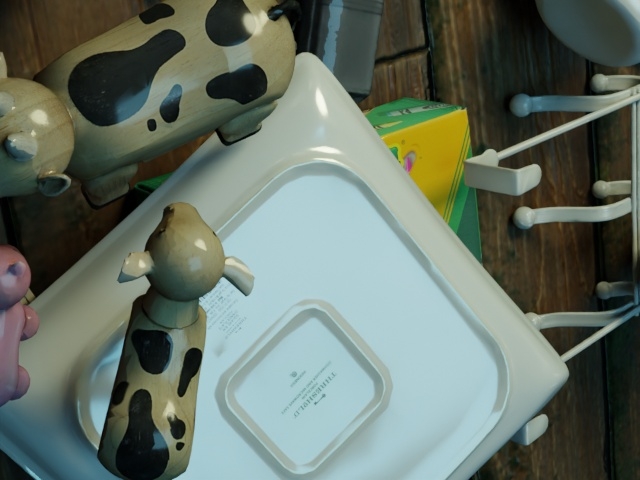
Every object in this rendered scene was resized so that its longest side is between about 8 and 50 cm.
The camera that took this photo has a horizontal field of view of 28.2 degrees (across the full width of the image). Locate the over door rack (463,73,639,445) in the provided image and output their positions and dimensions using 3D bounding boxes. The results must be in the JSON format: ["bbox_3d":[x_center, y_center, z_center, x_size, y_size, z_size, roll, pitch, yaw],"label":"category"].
[{"bbox_3d":[0.205,-0.003,1.142,0.324,0.108,0.240,-32,121,-51],"label":"over door rack"}]

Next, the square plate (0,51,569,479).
[{"bbox_3d":[-0.020,0.104,0.911,0.347,0.049,0.344,-44,111,-11],"label":"square plate"}]

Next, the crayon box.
[{"bbox_3d":[0.000,0.000,1.019,0.278,0.081,0.165,-21,114,-32],"label":"crayon box"}]

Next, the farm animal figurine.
[{"bbox_3d":[-0.132,-0.046,0.754,0.330,0.172,0.327,45,77,-3],"label":"farm animal figurine"}]

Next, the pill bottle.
[{"bbox_3d":[0.288,-0.262,1.104,0.215,0.117,0.117,-52,126,-17],"label":"pill bottle"}]

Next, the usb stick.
[{"bbox_3d":[0.027,-0.246,1.002,0.077,0.045,0.278,3,99,-37],"label":"usb stick"}]

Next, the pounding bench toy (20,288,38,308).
[{"bbox_3d":[-0.222,0.072,0.886,0.065,0.052,0.083,-42,123,-22],"label":"pounding bench toy"}]
